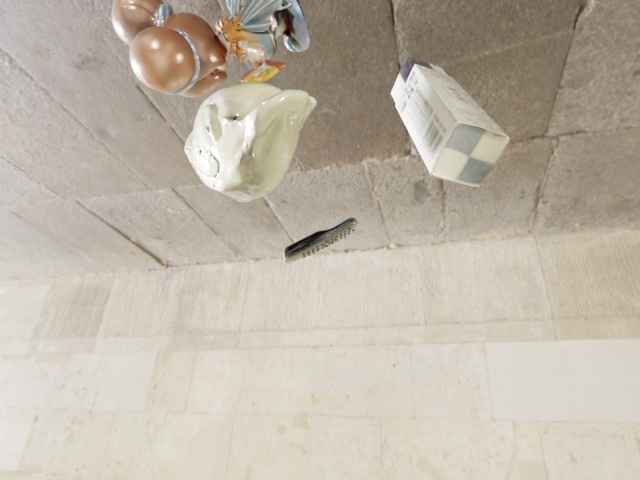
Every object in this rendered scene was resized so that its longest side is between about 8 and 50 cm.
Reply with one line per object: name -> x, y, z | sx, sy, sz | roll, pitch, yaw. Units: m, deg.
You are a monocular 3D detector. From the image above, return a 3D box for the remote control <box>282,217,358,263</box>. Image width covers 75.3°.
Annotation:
remote control -> 0.000, 0.000, 1.105 | 0.222, 0.042, 0.072 | -26, 164, -7

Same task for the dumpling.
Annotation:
dumpling -> -0.101, -0.177, 0.720 | 0.243, 0.187, 0.318 | -28, -162, -36

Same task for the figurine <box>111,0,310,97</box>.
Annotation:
figurine -> -0.235, -0.465, 0.949 | 0.388, 0.276, 0.248 | -29, 151, -4

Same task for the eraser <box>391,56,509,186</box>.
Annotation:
eraser -> 0.220, -0.242, 0.784 | 0.096, 0.404, 0.098 | 15, 125, -11
